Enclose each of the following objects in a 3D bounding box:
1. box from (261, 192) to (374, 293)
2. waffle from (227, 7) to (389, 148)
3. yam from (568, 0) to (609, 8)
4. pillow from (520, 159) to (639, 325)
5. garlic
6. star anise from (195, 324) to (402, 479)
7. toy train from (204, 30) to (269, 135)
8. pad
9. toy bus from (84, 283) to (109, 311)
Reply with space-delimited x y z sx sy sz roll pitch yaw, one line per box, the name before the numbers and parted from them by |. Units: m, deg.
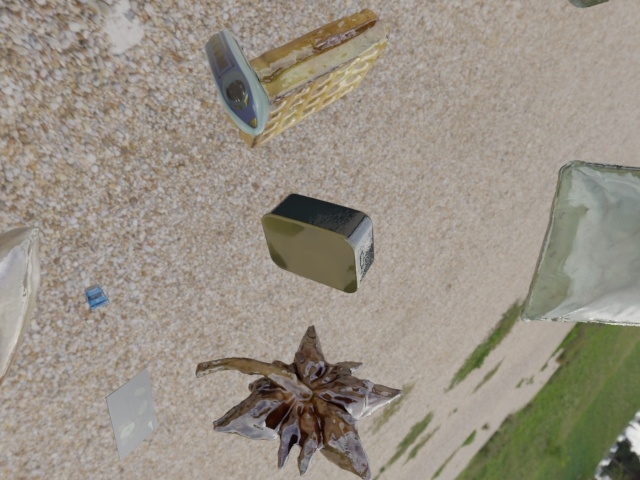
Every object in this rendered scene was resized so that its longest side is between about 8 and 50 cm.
box | 0.000 0.000 0.817 0.090 0.201 0.144 -50 144 -38
waffle | -0.028 -0.332 0.894 0.327 0.098 0.224 -36 -178 -20
yam | 0.235 -0.309 0.371 0.107 0.107 0.183 -41 118 -16
pillow | 0.378 0.018 0.442 0.075 0.302 0.185 -76 170 -69
garlic | -0.520 0.113 0.684 0.112 0.143 0.318 -1 114 -51
star anise | -0.033 0.274 0.766 0.292 0.349 0.109 -20 133 -45
toy train | -0.110 -0.210 0.560 0.055 0.252 0.048 -31 134 5
pad | -0.458 0.424 1.062 0.127 0.004 0.190 -38 131 -59
toy bus | -0.485 0.121 0.934 0.038 0.083 0.046 -25 105 -27
